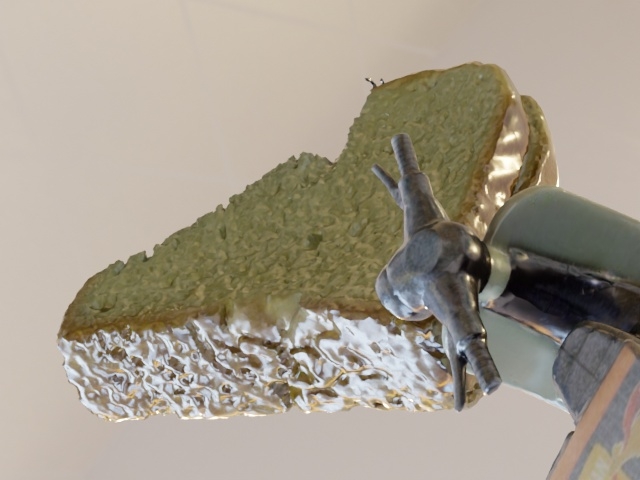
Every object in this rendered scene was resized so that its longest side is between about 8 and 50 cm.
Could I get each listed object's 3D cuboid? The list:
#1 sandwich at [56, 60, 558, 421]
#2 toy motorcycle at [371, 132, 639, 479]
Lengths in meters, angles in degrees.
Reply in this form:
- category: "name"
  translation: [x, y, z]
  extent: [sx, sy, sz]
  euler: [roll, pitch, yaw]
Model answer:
- category: "sandwich"
  translation: [0.002, 0.004, 0.870]
  extent: [0.288, 0.100, 0.254]
  euler: [-8, -140, 29]
- category: "toy motorcycle"
  translation: [0.111, 0.046, 0.468]
  extent: [0.091, 0.157, 0.263]
  euler: [-64, -157, 13]
